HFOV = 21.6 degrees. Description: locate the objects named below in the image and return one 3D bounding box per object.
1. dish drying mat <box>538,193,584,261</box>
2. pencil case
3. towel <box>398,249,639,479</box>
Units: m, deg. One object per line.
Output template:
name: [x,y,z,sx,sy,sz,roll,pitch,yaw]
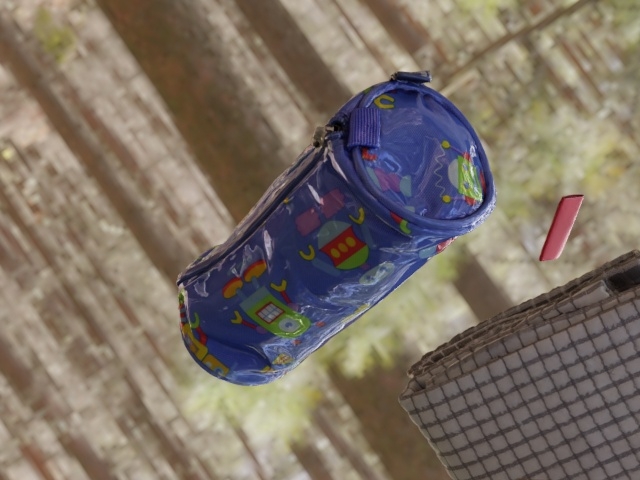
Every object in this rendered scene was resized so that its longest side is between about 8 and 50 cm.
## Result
dish drying mat: [0.264,-0.014,1.846,0.032,0.008,0.083,-6,126,-33]
pencil case: [0.000,0.000,1.238,0.306,0.133,0.119,-42,-154,48]
towel: [0.252,0.161,1.596,0.284,0.235,0.121,-28,-169,23]
